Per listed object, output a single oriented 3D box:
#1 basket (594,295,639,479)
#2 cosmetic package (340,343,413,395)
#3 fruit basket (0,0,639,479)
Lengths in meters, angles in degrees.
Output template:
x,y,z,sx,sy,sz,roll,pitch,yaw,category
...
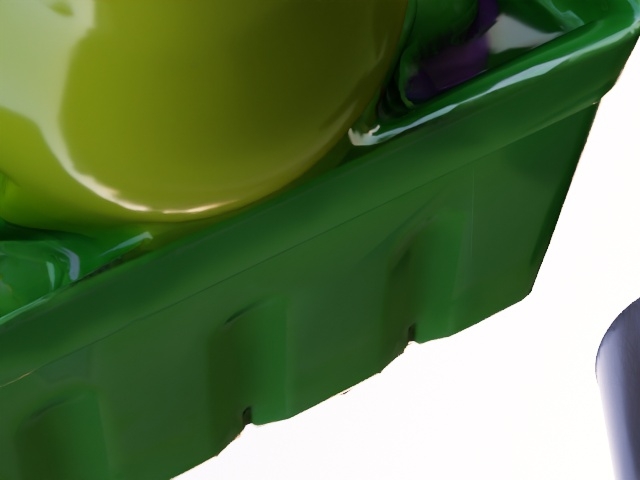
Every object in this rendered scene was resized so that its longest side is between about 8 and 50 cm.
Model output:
x,y,z,sx,sy,sz,roll,pitch,yaw,category
0.339,0.173,1.685,0.204,0.154,0.227,-53,17,35,basket
0.000,0.000,1.394,0.151,0.184,0.151,-39,-20,15,cosmetic package
-0.077,-0.080,0.674,0.392,0.283,0.392,-21,-45,-22,fruit basket
